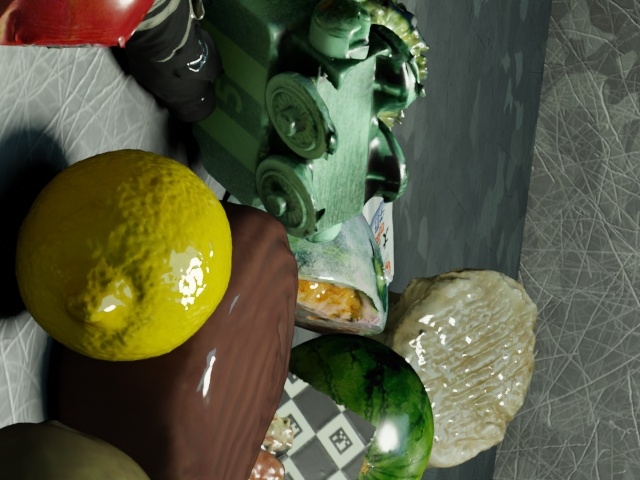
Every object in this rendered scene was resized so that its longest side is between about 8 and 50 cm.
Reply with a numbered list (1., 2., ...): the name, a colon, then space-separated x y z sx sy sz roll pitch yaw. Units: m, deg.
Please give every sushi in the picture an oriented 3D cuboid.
1. sushi: -0.067 0.250 1.903 0.264 0.050 0.290 36 53 -19

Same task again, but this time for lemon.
1. lemon: -0.171 0.011 1.525 0.244 0.186 0.187 -52 145 -65

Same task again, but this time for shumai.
1. shumai: 0.144 0.168 2.497 0.314 0.262 0.267 -43 117 -27

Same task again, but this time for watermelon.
1. watermelon: 0.006 0.002 2.113 0.322 0.175 0.188 43 56 -70
2. watermelon: 0.024 0.235 2.158 0.242 0.242 0.242 7 90 -73

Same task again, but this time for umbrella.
1. umbrella: -0.156 -0.210 1.642 0.358 0.113 0.106 66 31 -71

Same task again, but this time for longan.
1. longan: -0.223 0.250 1.444 0.220 0.196 0.197 69 32 -65

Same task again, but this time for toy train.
1. toy train: -0.024 -0.144 1.803 0.167 0.238 0.299 -29 145 -33

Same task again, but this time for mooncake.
1. mooncake: -0.130 0.127 1.734 0.326 0.174 0.334 -27 121 -73

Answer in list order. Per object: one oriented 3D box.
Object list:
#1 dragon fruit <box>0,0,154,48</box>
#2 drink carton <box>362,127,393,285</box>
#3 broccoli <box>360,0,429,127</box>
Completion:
1. dragon fruit: -0.209 -0.247 1.290 0.224 0.224 0.227 10 85 -73
2. drink carton: 0.033 -0.056 2.296 0.130 0.106 0.315 -56 148 -54
3. broccoli: -0.024 -0.209 2.057 0.180 0.273 0.242 49 -14 47
